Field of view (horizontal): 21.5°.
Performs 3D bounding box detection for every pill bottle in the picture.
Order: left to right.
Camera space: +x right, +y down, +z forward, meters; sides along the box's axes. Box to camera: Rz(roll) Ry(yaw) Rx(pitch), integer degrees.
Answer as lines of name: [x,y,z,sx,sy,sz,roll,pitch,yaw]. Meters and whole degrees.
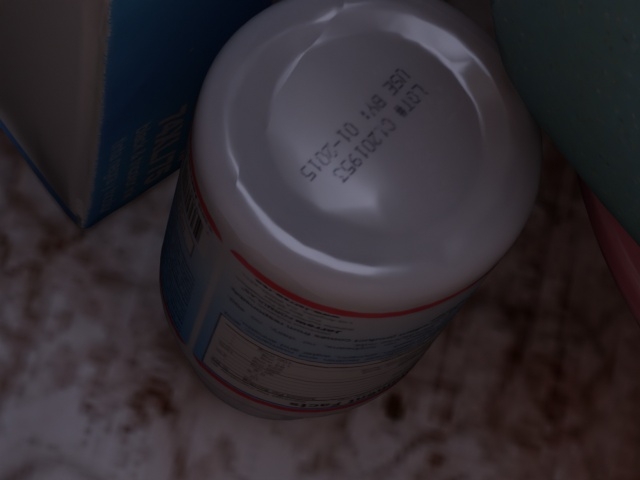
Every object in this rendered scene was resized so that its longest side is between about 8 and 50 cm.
pill bottle: [0.000,0.000,0.477,0.087,0.160,0.087,3,70,-9]

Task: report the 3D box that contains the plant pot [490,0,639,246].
plant pot: [0.150,-0.077,0.366,0.195,0.290,0.290,14,66,20]

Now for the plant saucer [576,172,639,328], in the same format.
plant saucer: [0.243,-0.033,0.533,0.332,0.084,0.332,-1,62,2]

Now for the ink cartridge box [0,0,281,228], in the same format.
ink cartridge box: [-0.015,-0.179,0.520,0.270,0.197,0.198,-34,79,-19]
